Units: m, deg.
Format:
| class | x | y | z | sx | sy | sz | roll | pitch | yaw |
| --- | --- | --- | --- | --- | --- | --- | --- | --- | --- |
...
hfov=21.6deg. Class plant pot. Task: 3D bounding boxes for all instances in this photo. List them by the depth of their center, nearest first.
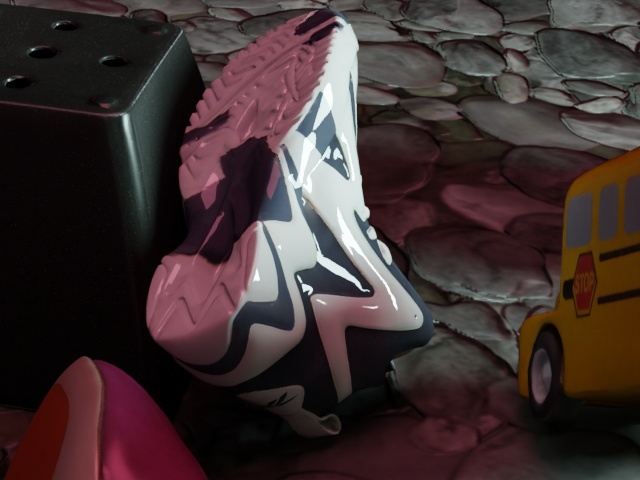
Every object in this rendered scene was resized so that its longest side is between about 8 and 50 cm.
| class | x | y | z | sx | sy | sz | roll | pitch | yaw |
| --- | --- | --- | --- | --- | --- | --- | --- | --- | --- |
| plant pot | -0.150 | -0.029 | 0.927 | 0.187 | 0.167 | 0.188 | 8 | 29 | 8 |

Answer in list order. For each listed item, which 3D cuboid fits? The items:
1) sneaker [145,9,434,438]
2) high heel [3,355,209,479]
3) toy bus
| class | x | y | z | sx | sy | sz | roll | pitch | yaw |
| --- | --- | --- | --- | --- | --- | --- | --- | --- | --- |
| sneaker | 0.000 | 0.000 | 0.901 | 0.094 | 0.153 | 0.235 | -18 | 43 | 28 |
| high heel | -0.037 | 0.175 | 0.684 | 0.181 | 0.127 | 0.377 | 24 | 18 | -22 |
| toy bus | 0.186 | 0.018 | 0.754 | 0.108 | 0.130 | 0.332 | 4 | -7 | -10 |
